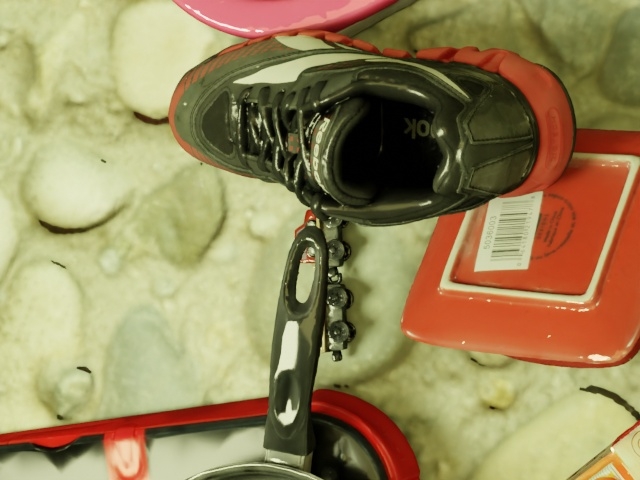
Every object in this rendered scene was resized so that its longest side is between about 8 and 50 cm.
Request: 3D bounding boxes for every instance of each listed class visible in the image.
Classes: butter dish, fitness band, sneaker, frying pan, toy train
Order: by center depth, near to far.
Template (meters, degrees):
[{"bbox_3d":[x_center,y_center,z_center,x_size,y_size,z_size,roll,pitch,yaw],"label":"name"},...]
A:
[{"bbox_3d":[0.006,-0.068,1.140,0.276,0.135,0.097,8,109,33],"label":"sneaker"},{"bbox_3d":[0.154,0.020,1.170,0.160,0.118,0.160,6,62,34],"label":"butter dish"},{"bbox_3d":[-0.049,0.171,1.178,0.197,0.053,0.326,-14,83,16],"label":"frying pan"},{"bbox_3d":[0.013,-0.249,1.232,0.291,0.054,0.209,-31,83,8],"label":"fitness band"},{"bbox_3d":[0.000,0.000,1.241,0.036,0.027,0.158,-4,88,14],"label":"toy train"}]

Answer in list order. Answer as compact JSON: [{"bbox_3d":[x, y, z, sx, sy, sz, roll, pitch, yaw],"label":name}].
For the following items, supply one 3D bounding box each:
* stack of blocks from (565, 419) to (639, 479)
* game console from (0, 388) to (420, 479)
[{"bbox_3d":[0.302,0.213,1.147,0.171,0.087,0.297,-40,82,8],"label":"stack of blocks"},{"bbox_3d":[-0.085,0.304,1.243,0.342,0.060,0.386,-9,86,17],"label":"game console"}]
